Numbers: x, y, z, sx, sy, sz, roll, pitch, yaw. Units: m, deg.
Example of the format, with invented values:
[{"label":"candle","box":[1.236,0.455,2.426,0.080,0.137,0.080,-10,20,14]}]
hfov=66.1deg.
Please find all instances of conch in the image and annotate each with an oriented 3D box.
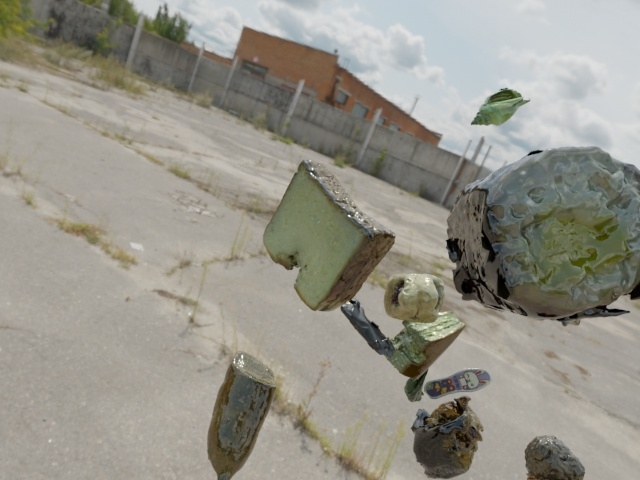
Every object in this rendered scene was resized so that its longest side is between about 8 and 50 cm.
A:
[{"label":"conch","box":[0.542,-0.403,1.495,0.095,0.201,0.079,50,-17,-1]}]

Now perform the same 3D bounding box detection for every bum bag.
[{"label":"bum bag","box":[0.125,0.223,1.285,0.197,0.049,0.087,50,29,21]}]

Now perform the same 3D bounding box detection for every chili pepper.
[{"label":"chili pepper","box":[0.340,0.510,1.744,0.065,0.278,0.122,31,52,27]}]

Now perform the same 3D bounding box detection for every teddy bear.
[{"label":"teddy bear","box":[0.463,0.483,0.961,0.140,0.190,0.177,-17,-29,33]}]

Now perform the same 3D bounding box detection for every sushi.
[{"label":"sushi","box":[0.378,0.568,1.431,0.213,0.204,0.200,47,35,-27]},{"label":"sushi","box":[0.389,0.001,0.852,0.300,0.281,0.294,6,-9,0]}]

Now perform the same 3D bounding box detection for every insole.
[{"label":"insole","box":[0.386,0.401,1.383,0.197,0.004,0.065,-11,60,-5]}]

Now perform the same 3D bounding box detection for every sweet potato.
[{"label":"sweet potato","box":[-0.232,0.496,1.375,0.158,0.369,0.157,15,-28,8]}]

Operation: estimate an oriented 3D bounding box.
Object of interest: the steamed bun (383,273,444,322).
[{"label":"steamed bun","box":[0.264,0.158,1.361,0.172,0.140,0.155,3,-7,5]}]

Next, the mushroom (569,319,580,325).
[{"label":"mushroom","box":[0.737,0.200,1.587,0.210,0.094,0.072,23,-28,30]}]

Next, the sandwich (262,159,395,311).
[{"label":"sandwich","box":[0.001,0.000,1.079,0.095,0.249,0.273,6,35,-48]}]

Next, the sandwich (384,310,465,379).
[{"label":"sandwich","box":[0.307,0.297,1.471,0.128,0.235,0.122,31,14,-40]}]
